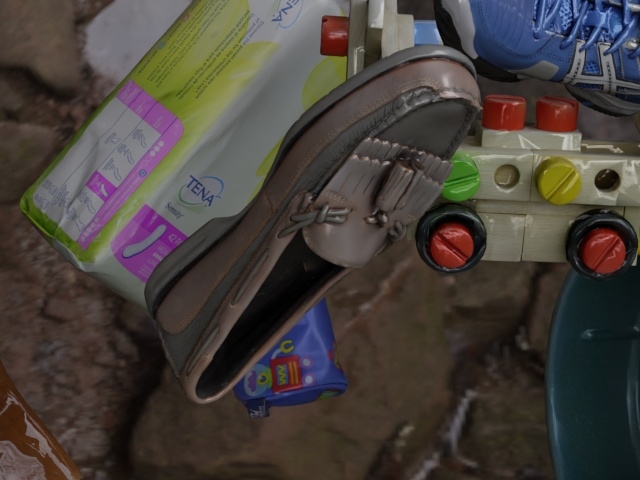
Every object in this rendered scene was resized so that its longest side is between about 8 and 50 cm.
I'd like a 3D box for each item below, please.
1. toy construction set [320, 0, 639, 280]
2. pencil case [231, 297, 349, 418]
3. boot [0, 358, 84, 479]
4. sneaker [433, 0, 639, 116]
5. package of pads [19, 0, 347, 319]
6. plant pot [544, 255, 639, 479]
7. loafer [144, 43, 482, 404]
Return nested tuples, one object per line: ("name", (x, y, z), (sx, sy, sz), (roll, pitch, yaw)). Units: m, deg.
("toy construction set", (0.151, -0.090, 1.020), (0.151, 0.327, 0.215), (-48, 143, -68))
("pencil case", (-0.063, 0.044, 1.670), (0.119, 0.133, 0.306), (21, 54, -71))
("boot", (-0.413, 0.192, 1.491), (0.264, 0.096, 0.280), (-30, 94, -24))
("sneaker", (0.146, -0.122, 0.825), (0.211, 0.081, 0.080), (7, 82, -42))
("package of pads", (-0.084, -0.078, 1.237), (0.101, 0.229, 0.296), (40, 87, 25))
("plant pot", (0.421, 0.150, 1.328), (0.334, 0.341, 0.341), (-5, 84, -17))
("loafer", (0.000, 0.000, 0.401), (0.045, 0.125, 0.039), (16, 46, -39))
